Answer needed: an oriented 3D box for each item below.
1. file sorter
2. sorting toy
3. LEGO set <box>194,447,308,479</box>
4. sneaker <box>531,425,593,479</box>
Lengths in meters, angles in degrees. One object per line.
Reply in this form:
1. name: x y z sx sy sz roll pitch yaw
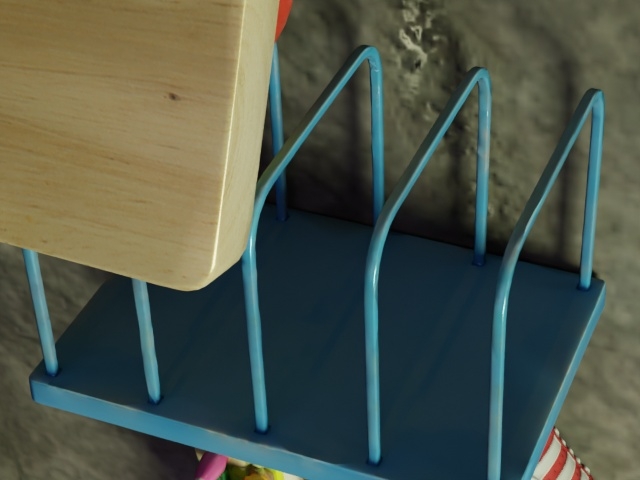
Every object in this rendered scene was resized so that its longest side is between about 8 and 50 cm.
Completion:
1. file sorter: 0.000 0.000 0.524 0.170 0.118 0.104 13 132 19
2. sorting toy: -0.114 -0.145 0.448 0.257 0.089 0.255 15 110 17
3. LEGO set: 0.004 0.172 0.668 0.132 0.107 0.287 -14 117 36
4. sneaker: 0.079 0.078 0.607 0.042 0.067 0.118 -21 143 36
